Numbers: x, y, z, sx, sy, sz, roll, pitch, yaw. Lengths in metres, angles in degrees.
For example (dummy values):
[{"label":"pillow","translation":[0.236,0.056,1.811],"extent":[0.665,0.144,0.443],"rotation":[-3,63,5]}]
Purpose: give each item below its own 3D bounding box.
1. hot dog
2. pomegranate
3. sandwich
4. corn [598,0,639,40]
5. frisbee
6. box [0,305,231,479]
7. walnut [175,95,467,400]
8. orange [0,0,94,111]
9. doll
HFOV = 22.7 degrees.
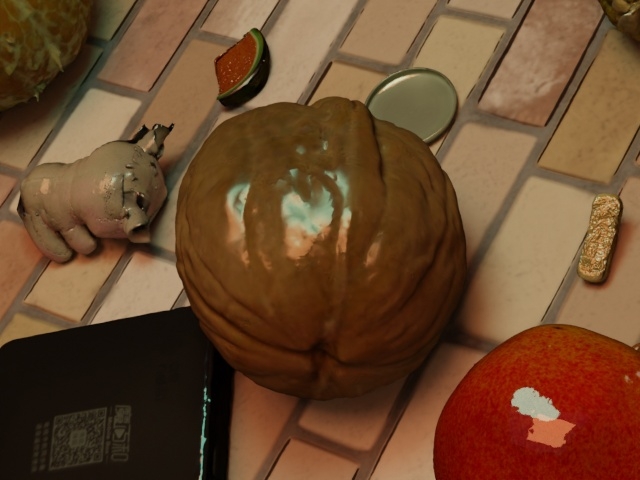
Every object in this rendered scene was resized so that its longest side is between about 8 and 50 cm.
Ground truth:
[{"label":"hot dog","translation":[0.277,-0.001,1.568],"extent":[0.030,0.034,0.090],"rotation":[12,84,19]},{"label":"pomegranate","translation":[0.218,0.172,1.379],"extent":[0.221,0.221,0.256],"rotation":[14,35,31]},{"label":"sandwich","translation":[-0.090,-0.205,1.871],"extent":[0.069,0.026,0.101],"rotation":[-21,50,16]},{"label":"corn","translation":[0.344,-0.374,1.716],"extent":[0.144,0.144,0.387],"rotation":[-13,52,16]},{"label":"frisbee","translation":[0.098,-0.144,1.752],"extent":[0.110,0.014,0.110],"rotation":[-11,55,16]},{"label":"box","translation":[-0.228,0.218,1.629],"extent":[0.289,0.073,0.290],"rotation":[-11,56,18]},{"label":"walnut","translation":[0.000,-0.002,1.556],"extent":[0.277,0.252,0.313],"rotation":[-13,45,16]},{"label":"orange","translation":[-0.429,-0.300,1.945],"extent":[0.329,0.249,0.329],"rotation":[-15,51,19]},{"label":"doll","translation":[-0.255,-0.056,1.805],"extent":[0.192,0.095,0.149],"rotation":[-11,53,21]}]
